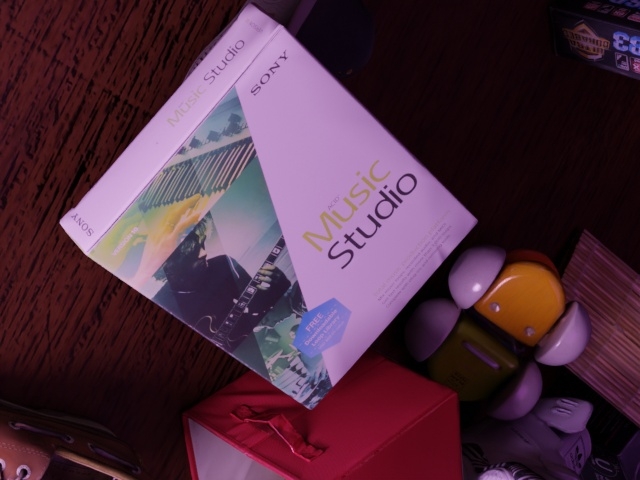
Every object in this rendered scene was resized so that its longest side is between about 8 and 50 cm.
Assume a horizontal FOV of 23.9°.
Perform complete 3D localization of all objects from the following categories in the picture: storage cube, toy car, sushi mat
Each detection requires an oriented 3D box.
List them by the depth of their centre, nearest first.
[{"bbox_3d":[0.008,0.224,1.440,0.193,0.183,0.215,-30,129,-34],"label":"storage cube"},{"bbox_3d":[0.186,0.086,1.607,0.159,0.136,0.182,36,108,-8],"label":"toy car"},{"bbox_3d":[0.387,0.141,1.770,0.316,0.019,0.151,39,68,-10],"label":"sushi mat"}]

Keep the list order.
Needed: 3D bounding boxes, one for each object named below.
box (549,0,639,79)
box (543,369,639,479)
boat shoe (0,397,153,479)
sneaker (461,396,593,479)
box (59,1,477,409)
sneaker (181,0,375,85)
[{"bbox_3d":[0.444,-0.254,1.578,0.293,0.295,0.073,-39,132,-28],"label":"box"},{"bbox_3d":[0.407,0.206,1.882,0.247,0.142,0.163,-44,131,-21],"label":"box"},{"bbox_3d":[-0.254,0.183,1.198,0.307,0.104,0.111,8,106,-47],"label":"boat shoe"},{"bbox_3d":[0.242,0.255,1.558,0.210,0.366,0.137,-20,108,-30],"label":"sneaker"},{"bbox_3d":[-0.030,-0.016,1.259,0.232,0.058,0.322,-49,134,1],"label":"box"},{"bbox_3d":[-0.029,-0.143,1.289,0.222,0.083,0.118,-56,138,-12],"label":"sneaker"}]
